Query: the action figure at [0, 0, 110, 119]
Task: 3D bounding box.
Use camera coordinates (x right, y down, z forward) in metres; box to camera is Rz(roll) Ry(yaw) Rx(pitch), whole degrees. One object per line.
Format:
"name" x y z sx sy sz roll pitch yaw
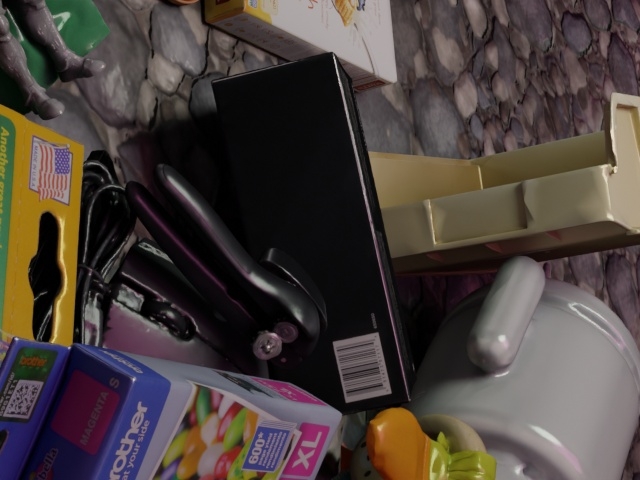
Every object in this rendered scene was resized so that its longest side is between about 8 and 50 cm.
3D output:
"action figure" -0.225 -0.187 1.069 0.137 0.063 0.232 -56 129 -35

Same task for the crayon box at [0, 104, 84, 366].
"crayon box" -0.276 -0.006 0.934 0.323 0.083 0.203 26 58 -50

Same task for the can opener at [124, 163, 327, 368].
"can opener" -0.066 0.020 1.129 0.186 0.059 0.073 42 19 -27

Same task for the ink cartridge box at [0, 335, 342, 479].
"ink cartridge box" -0.113 0.169 1.045 0.311 0.065 0.186 20 94 -57

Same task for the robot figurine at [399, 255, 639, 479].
"robot figurine" 0.171 0.164 1.452 0.353 0.199 0.300 -57 150 -52

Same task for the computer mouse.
"computer mouse" -0.099 0.084 1.152 0.272 0.072 0.189 50 43 -49

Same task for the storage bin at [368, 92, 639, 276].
"storage bin" 0.200 -0.045 1.523 0.260 0.262 0.123 0 81 -57

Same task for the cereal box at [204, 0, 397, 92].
"cereal box" -0.016 -0.243 1.455 0.240 0.047 0.173 16 66 -54

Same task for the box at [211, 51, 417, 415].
"box" 0.000 0.000 1.284 0.184 0.103 0.261 1 76 -83

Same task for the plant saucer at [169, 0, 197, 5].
"plant saucer" -0.120 -0.229 1.322 0.083 0.013 0.084 28 56 -51

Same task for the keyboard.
"keyboard" -0.187 0.012 1.126 0.100 0.038 0.192 80 22 -44

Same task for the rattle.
"rattle" 0.027 0.174 1.267 0.142 0.199 0.130 13 94 -36
